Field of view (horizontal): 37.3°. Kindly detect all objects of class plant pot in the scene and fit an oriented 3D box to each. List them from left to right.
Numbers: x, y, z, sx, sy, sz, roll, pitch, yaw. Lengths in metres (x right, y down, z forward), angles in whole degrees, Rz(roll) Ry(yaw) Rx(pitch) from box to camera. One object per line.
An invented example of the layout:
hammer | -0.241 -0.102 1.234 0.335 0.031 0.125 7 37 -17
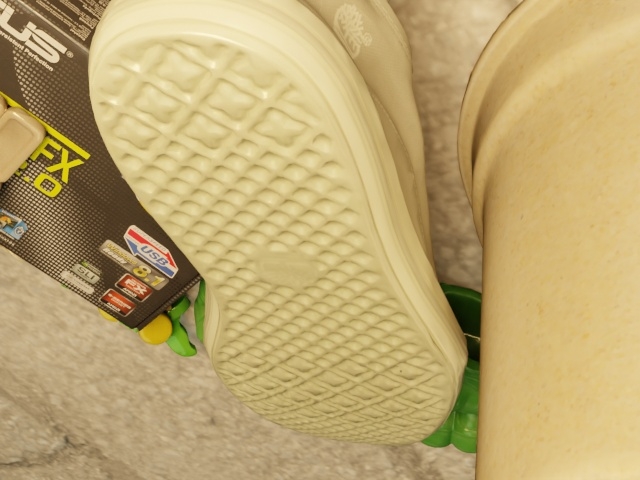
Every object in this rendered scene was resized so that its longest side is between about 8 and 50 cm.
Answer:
plant pot | 0.212 0.054 0.487 0.333 0.306 0.334 11 137 10

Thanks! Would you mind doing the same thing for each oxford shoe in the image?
oxford shoe | 0.000 0.000 0.556 0.169 0.130 0.449 0 144 14

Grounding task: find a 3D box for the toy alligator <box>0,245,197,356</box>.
toy alligator | -0.173 0.034 0.801 0.189 0.056 0.051 34 94 -19

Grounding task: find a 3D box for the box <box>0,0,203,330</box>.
box | -0.177 -0.069 0.662 0.270 0.060 0.216 37 134 -19

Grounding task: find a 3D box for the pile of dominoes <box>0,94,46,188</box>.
pile of dominoes | -0.327 -0.070 0.655 0.196 0.040 0.251 40 124 -20

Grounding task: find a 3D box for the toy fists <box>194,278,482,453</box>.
toy fists | 0.032 0.089 0.761 0.279 0.096 0.142 22 140 -9
